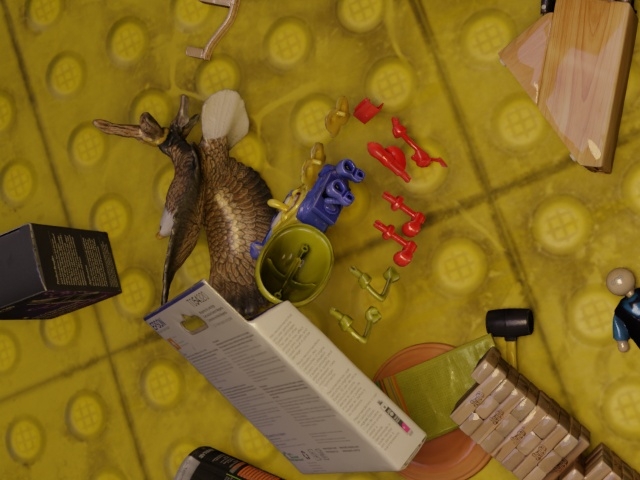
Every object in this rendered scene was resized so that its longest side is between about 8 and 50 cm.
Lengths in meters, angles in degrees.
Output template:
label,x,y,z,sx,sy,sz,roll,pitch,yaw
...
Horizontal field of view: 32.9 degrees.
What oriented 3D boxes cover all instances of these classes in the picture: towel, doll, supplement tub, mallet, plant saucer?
label,x,y,z,sx,sy,sz,roll,pitch,yaw
towel,0.144,0.217,1.470,0.237,0.021,0.102,-26,78,20
doll,0.433,0.109,1.375,0.129,0.046,0.189,-47,64,25
supplement tub,-0.113,0.382,1.564,0.190,0.117,0.117,19,95,24
mallet,0.250,0.184,1.461,0.062,0.039,0.189,5,93,24
plant saucer,0.152,0.241,1.498,0.200,0.037,0.199,-1,87,24

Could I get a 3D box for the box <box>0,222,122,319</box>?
label,x,y,z,sx,sy,sz,roll,pitch,yaw
box,-0.433,0.052,1.670,0.153,0.207,0.108,-20,80,22

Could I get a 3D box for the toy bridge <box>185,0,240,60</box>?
label,x,y,z,sx,sy,sz,roll,pitch,yaw
toy bridge,-0.156,-0.370,1.668,0.063,0.026,0.188,15,94,21

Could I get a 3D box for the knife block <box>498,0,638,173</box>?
label,x,y,z,sx,sy,sz,roll,pitch,yaw
knife block,0.368,-0.258,1.398,0.242,0.088,0.275,-38,73,18

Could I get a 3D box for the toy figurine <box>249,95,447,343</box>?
label,x,y,z,sx,sy,sz,roll,pitch,yaw
toy figurine,0.000,0.000,1.493,0.191,0.362,0.217,34,145,-14

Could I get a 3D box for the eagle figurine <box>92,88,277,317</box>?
label,x,y,z,sx,sy,sz,roll,pitch,yaw
eagle figurine,-0.174,-0.049,1.567,0.226,0.225,0.298,-18,59,-18

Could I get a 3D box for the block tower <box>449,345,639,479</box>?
label,x,y,z,sx,sy,sz,roll,pitch,yaw
block tower,0.310,0.283,1.361,0.335,0.091,0.097,42,103,6

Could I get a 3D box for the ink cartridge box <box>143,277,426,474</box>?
label,x,y,z,sx,sy,sz,roll,pitch,yaw
ink cartridge box,-0.059,0.171,1.404,0.330,0.324,0.071,46,66,-7
